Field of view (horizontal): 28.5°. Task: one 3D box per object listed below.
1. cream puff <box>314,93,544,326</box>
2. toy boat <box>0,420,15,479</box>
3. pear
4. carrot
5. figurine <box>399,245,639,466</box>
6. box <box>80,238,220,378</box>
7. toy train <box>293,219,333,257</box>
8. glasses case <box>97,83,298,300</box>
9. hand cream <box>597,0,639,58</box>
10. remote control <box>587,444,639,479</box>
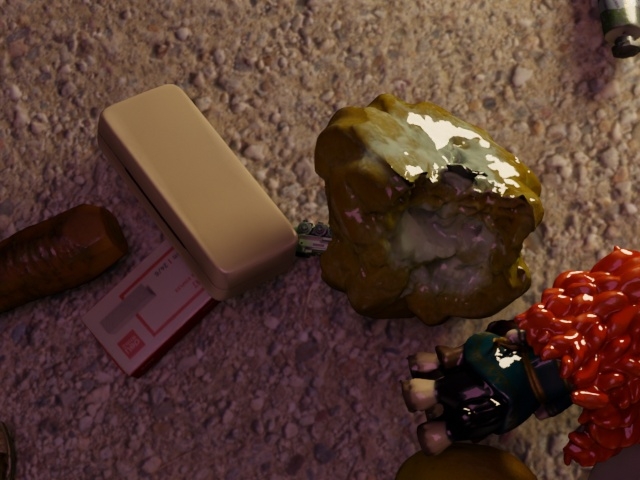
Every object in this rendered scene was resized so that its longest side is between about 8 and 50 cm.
[{"bbox_3d":[0.120,-0.039,1.693,0.323,0.270,0.274,15,38,-21],"label":"cream puff"},{"bbox_3d":[-0.478,0.345,1.809,0.065,0.066,0.172,2,77,10],"label":"toy boat"},{"bbox_3d":[0.183,0.349,1.601,0.200,0.200,0.200,-3,75,12],"label":"pear"},{"bbox_3d":[-0.434,0.041,1.857,0.302,0.114,0.114,-22,72,10],"label":"carrot"},{"bbox_3d":[0.295,0.151,1.545,0.412,0.306,0.241,-21,80,42],"label":"figurine"},{"bbox_3d":[-0.226,0.081,1.829,0.229,0.050,0.123,-43,72,-1],"label":"box"},{"bbox_3d":[0.000,0.000,1.810,0.083,0.033,0.053,7,83,14],"label":"toy train"},{"bbox_3d":[-0.180,-0.074,1.808,0.144,0.076,0.336,-25,64,-29],"label":"glasses case"},{"bbox_3d":[0.421,-0.381,1.812,0.088,0.055,0.256,-5,68,7],"label":"hand cream"},{"bbox_3d":[0.491,0.321,1.538,0.332,0.103,0.221,-7,113,21],"label":"remote control"}]
